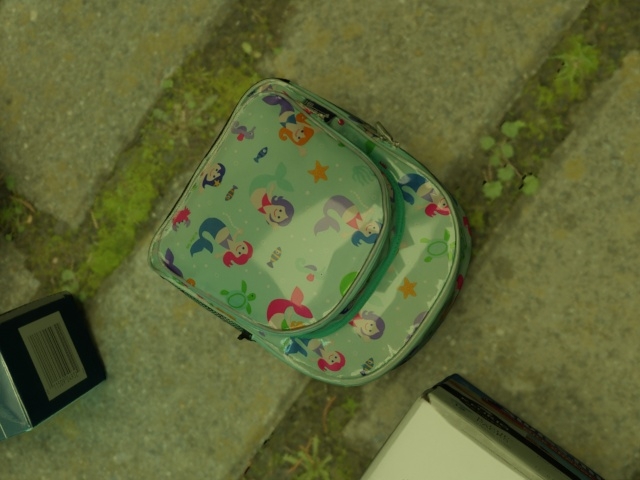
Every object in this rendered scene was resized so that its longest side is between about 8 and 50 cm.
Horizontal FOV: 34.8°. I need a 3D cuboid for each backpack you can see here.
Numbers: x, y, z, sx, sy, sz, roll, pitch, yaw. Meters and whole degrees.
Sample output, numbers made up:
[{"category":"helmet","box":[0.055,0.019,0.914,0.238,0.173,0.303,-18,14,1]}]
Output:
[{"category":"backpack","box":[0.000,0.000,0.891,0.253,0.191,0.225,35,94,9]}]

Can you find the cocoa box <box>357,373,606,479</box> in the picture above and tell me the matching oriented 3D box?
[{"category":"cocoa box","box":[0.090,0.314,0.819,0.231,0.228,0.347,35,95,13]}]

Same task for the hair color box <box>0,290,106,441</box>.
[{"category":"hair color box","box":[-0.402,0.166,0.976,0.347,0.174,0.105,-22,92,12]}]
